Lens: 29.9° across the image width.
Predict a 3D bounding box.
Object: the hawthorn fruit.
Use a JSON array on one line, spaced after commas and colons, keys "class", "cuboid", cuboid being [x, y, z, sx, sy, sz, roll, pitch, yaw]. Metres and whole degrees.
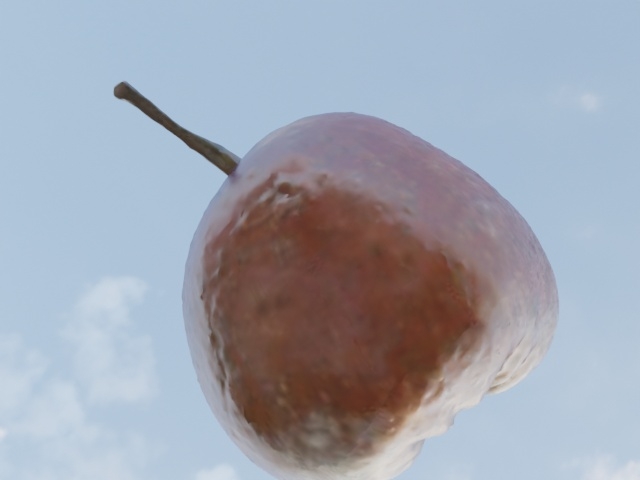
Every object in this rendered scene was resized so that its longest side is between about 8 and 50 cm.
[{"class": "hawthorn fruit", "cuboid": [0.031, 0.025, 0.766, 0.231, 0.235, 0.263, -10, -103, 41]}]
